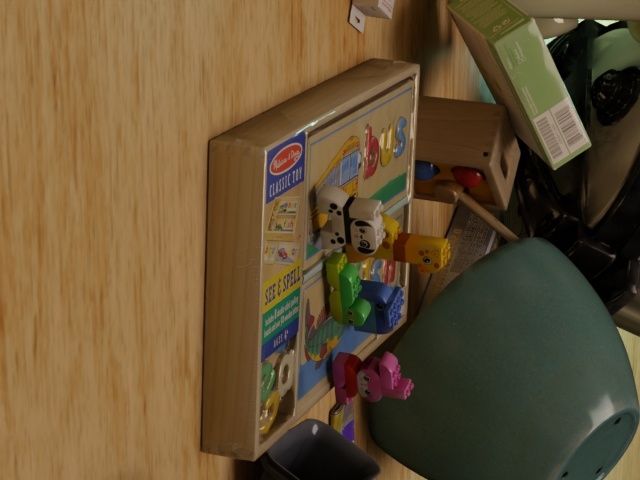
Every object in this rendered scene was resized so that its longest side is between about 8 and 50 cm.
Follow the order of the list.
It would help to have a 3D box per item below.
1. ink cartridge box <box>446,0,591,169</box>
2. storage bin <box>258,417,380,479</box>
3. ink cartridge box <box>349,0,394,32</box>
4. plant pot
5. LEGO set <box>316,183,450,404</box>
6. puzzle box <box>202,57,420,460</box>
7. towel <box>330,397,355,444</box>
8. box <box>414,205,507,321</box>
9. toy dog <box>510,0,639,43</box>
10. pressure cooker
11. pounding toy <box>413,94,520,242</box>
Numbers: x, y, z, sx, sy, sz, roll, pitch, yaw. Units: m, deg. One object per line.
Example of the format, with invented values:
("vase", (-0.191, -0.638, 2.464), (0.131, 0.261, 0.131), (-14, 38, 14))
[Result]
("ink cartridge box", (0.185, -0.195, 1.959), (0.171, 0.056, 0.235), (59, -4, -33))
("storage bin", (-0.023, 0.225, 1.674), (0.091, 0.098, 0.135), (-58, 168, 17))
("ink cartridge box", (0.053, -0.240, 1.774), (0.048, 0.028, 0.083), (24, 76, -70))
("plant pot", (0.222, 0.171, 1.992), (0.290, 0.195, 0.290), (-34, 148, -25))
("LEGO set", (0.062, 0.038, 1.657), (0.087, 0.093, 0.227), (-59, 151, -49))
("puzzle box", (0.000, 0.000, 1.687), (0.409, 0.052, 0.272), (-37, 131, -64))
("towel", (0.023, 0.196, 1.899), (0.060, 0.009, 0.083), (-46, 140, -61))
("box", (0.167, 0.101, 2.205), (0.183, 0.056, 0.231), (74, 30, -47))
("toy dog", (0.377, -0.350, 2.057), (0.395, 0.407, 0.285), (4, 93, -75))
("pressure cooker", (0.415, -0.072, 2.305), (0.376, 0.420, 0.370), (-64, -159, 7))
("pounding toy", (0.151, -0.071, 1.972), (0.141, 0.130, 0.100), (60, 42, -61))
